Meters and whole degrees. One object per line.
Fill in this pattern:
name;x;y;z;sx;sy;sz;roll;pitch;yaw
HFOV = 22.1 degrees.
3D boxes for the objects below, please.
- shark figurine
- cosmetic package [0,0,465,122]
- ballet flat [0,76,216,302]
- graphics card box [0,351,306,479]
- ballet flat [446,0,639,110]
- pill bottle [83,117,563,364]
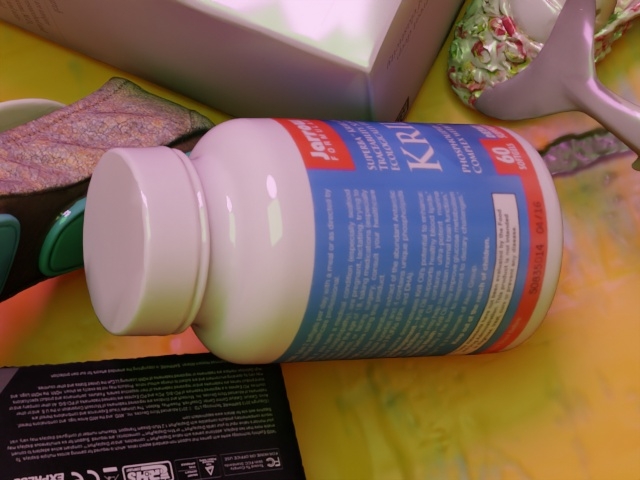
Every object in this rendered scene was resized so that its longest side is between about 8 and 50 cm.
shark figurine;0.229;-0.030;0.872;0.278;0.116;0.166;7;47;-9
cosmetic package;-0.097;-0.218;0.928;0.385;0.156;0.217;21;74;12
ballet flat;-0.180;-0.015;0.838;0.106;0.316;0.107;40;124;19
graphics card box;-0.097;0.241;0.771;0.233;0.094;0.371;-4;71;-32
ballet flat;0.168;-0.166;0.924;0.241;0.077;0.091;-40;80;-3
pill bottle;0.000;0.000;0.826;0.221;0.124;0.124;-1;71;-28
